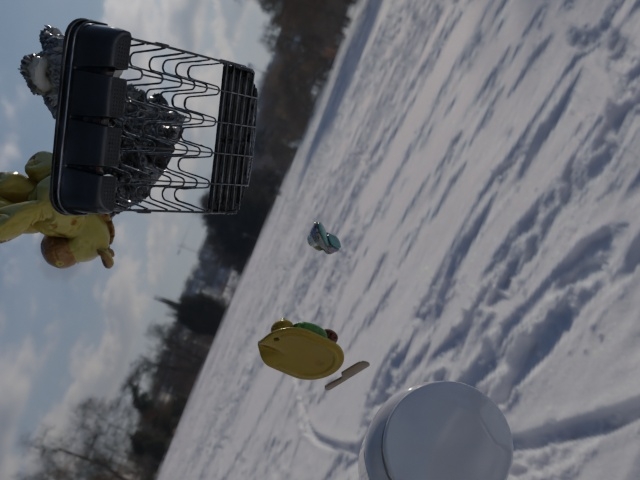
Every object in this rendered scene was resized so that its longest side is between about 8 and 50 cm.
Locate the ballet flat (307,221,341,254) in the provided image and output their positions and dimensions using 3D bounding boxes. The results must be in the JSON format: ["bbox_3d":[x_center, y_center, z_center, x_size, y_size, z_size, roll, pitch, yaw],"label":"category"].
[{"bbox_3d":[0.000,0.000,1.394,0.041,0.041,0.114,-70,-23,-8],"label":"ballet flat"}]

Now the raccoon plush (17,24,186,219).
[{"bbox_3d":[-0.461,-0.165,1.538,0.446,0.299,0.216,-53,26,14],"label":"raccoon plush"}]

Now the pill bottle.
[{"bbox_3d":[0.166,0.328,1.266,0.363,0.210,0.210,89,-160,-71],"label":"pill bottle"}]

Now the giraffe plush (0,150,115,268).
[{"bbox_3d":[-0.407,-0.031,1.337,0.181,0.210,0.171,-91,-19,-47],"label":"giraffe plush"}]

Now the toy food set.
[{"bbox_3d":[-0.024,0.210,1.668,0.128,0.217,0.071,-43,33,30],"label":"toy food set"}]

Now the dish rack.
[{"bbox_3d":[-0.173,-0.126,0.968,0.271,0.074,0.209,-2,-78,-57],"label":"dish rack"}]
